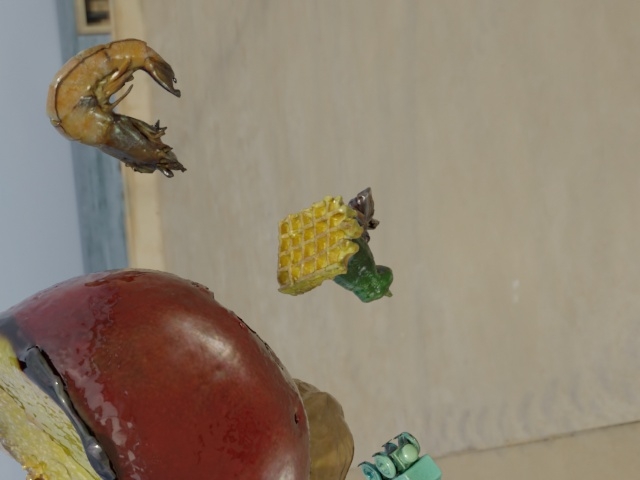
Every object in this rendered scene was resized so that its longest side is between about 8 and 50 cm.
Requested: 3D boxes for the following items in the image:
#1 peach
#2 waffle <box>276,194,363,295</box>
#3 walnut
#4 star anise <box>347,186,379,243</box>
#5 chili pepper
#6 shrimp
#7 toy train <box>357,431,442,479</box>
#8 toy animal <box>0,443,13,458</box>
[{"bbox_3d":[-0.225,0.216,1.142,0.339,0.416,0.353,-24,48,50],"label":"peach"},{"bbox_3d":[0.000,0.000,1.786,0.211,0.055,0.161,-28,55,44],"label":"waffle"},{"bbox_3d":[-0.087,0.446,1.987,0.344,0.306,0.306,-53,30,15],"label":"walnut"},{"bbox_3d":[0.093,-0.033,2.575,0.089,0.209,0.231,26,102,27],"label":"star anise"},{"bbox_3d":[0.082,0.057,2.219,0.270,0.136,0.099,44,161,-32],"label":"chili pepper"},{"bbox_3d":[-0.280,-0.203,1.400,0.075,0.289,0.178,35,95,42],"label":"shrimp"},{"bbox_3d":[0.193,0.559,2.241,0.163,0.112,0.203,52,149,9],"label":"toy train"},{"bbox_3d":[-0.548,0.337,1.963,0.188,0.358,0.227,24,-137,-84],"label":"toy animal"}]
